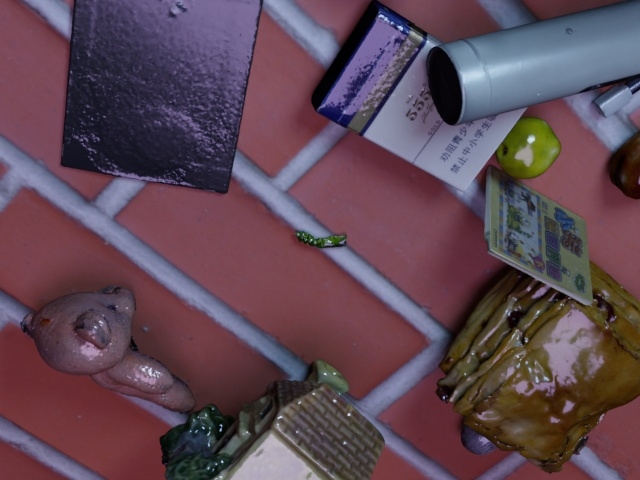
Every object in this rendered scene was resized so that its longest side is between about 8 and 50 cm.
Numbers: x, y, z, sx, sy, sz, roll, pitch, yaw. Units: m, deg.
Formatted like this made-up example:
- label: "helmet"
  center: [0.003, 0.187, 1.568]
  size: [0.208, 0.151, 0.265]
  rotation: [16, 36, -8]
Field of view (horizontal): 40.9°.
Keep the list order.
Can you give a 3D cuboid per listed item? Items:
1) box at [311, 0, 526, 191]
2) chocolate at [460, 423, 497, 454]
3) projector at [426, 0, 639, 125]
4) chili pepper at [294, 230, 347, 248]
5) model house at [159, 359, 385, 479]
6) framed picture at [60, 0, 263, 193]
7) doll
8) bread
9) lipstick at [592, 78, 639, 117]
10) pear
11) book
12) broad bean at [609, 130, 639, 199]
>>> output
- label: "box"
  center: [0.136, -0.196, 1.192]
  size: [0.259, 0.071, 0.168]
  rotation: [28, 114, -18]
- label: "chocolate"
  center: [0.318, 0.315, 1.504]
  size: [0.167, 0.072, 0.072]
  rotation: [-38, 116, 19]
- label: "projector"
  center: [0.309, -0.238, 1.116]
  size: [0.338, 0.108, 0.108]
  rotation: [-16, 121, -13]
- label: "chili pepper"
  center: [0.000, 0.000, 1.324]
  size: [0.083, 0.022, 0.027]
  rotation: [5, 153, -8]
- label: "model house"
  center: [-0.070, 0.314, 1.356]
  size: [0.261, 0.321, 0.266]
  rotation: [42, 93, -12]
- label: "framed picture"
  center: [-0.221, -0.225, 1.180]
  size: [0.244, 0.013, 0.323]
  rotation: [9, 118, -10]
- label: "doll"
  center: [-0.303, 0.166, 1.342]
  size: [0.201, 0.156, 0.303]
  rotation: [2, 154, 39]
- label: "bread"
  center: [0.368, 0.192, 1.347]
  size: [0.277, 0.167, 0.324]
  rotation: [35, 97, -16]
- label: "lipstick"
  center: [0.445, -0.218, 1.232]
  size: [0.107, 0.025, 0.025]
  rotation: [-34, 118, 8]
- label: "pear"
  center: [0.298, -0.132, 1.238]
  size: [0.097, 0.092, 0.092]
  rotation: [5, 121, -26]
- label: "book"
  center: [0.321, -0.009, 1.266]
  size: [0.192, 0.168, 0.013]
  rotation: [26, 138, -19]
- label: "broad bean"
  center: [0.512, -0.123, 1.262]
  size: [0.165, 0.084, 0.114]
  rotation: [-20, 136, -1]
